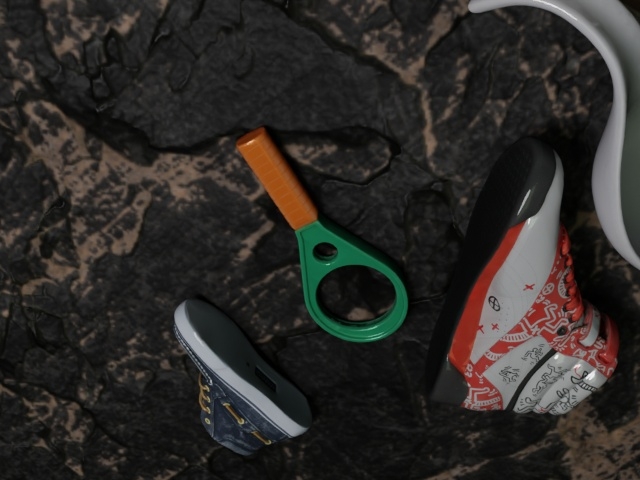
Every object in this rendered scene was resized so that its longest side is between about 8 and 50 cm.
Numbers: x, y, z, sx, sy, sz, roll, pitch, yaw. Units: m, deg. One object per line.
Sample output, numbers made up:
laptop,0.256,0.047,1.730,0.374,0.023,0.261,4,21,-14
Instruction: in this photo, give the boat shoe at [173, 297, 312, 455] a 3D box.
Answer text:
boat shoe,-0.094,0.138,0.879,0.083,0.065,0.183,-31,116,21

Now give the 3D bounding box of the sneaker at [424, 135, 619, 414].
sneaker,0.191,0.040,0.780,0.145,0.090,0.270,10,124,-6

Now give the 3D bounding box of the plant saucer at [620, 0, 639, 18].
plant saucer,0.291,-0.281,0.582,0.310,0.050,0.311,3,123,4

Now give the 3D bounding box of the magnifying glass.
magnifying glass,0.000,0.000,0.808,0.092,0.026,0.231,-24,120,19

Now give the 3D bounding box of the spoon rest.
spoon rest,0.220,-0.088,0.675,0.276,0.137,0.084,48,156,-22
